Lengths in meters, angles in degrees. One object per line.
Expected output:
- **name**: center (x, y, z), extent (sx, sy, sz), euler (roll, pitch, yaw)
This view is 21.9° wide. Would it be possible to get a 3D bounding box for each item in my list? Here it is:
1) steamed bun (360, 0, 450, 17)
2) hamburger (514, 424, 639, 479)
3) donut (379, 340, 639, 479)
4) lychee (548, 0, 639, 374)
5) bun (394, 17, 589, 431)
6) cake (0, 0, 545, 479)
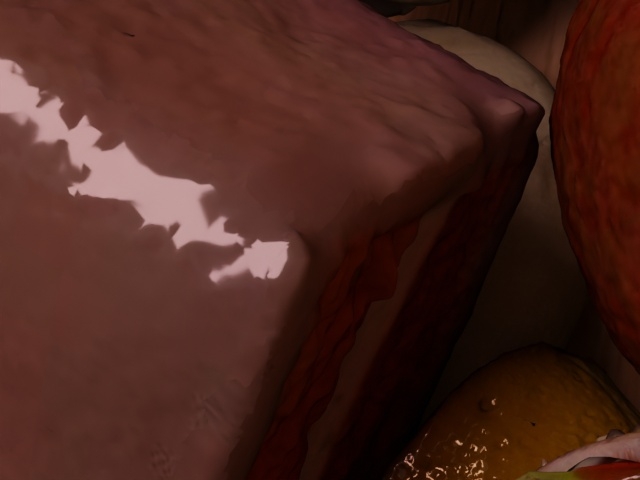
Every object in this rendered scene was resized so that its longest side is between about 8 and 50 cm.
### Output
- **steamed bun**: center (0.031, -0.220, 0.875), extent (0.268, 0.280, 0.207), euler (32, 107, 23)
- **hamburger**: center (0.152, 0.193, 0.547), extent (0.300, 0.300, 0.176), euler (-8, 19, 37)
- **donut**: center (0.079, 0.134, 0.712), extent (0.065, 0.162, 0.178), euler (38, 106, 35)
- **lychee**: center (0.208, -0.026, 0.619), extent (0.300, 0.255, 0.255), euler (127, 167, -81)
- **bun**: center (0.000, 0.000, 0.856), extent (0.287, 0.146, 0.287), euler (-16, 61, 31)
- **cake**: center (-0.082, 0.034, 0.676), extent (0.230, 0.237, 0.309), euler (28, 116, 17)
